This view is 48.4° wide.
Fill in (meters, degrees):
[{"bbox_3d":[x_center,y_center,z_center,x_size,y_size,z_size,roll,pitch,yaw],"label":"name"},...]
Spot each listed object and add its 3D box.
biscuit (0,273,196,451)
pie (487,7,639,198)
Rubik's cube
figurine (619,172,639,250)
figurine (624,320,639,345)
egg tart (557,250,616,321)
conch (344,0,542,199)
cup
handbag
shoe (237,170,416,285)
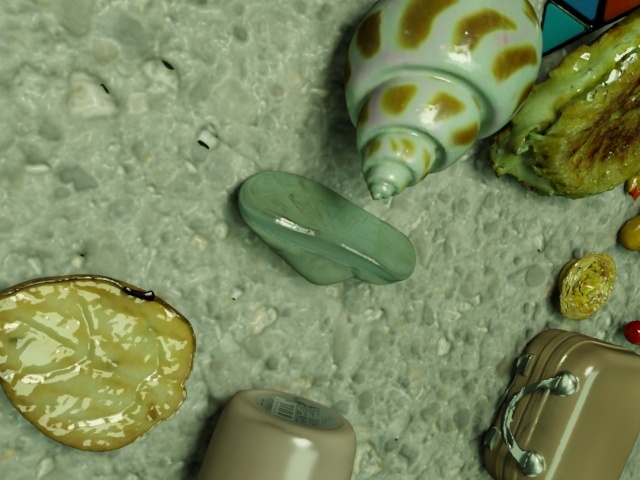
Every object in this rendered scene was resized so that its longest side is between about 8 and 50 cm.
[{"bbox_3d":[-0.261,0.133,0.819,0.260,0.041,0.203,39,86,-30],"label":"biscuit"},{"bbox_3d":[0.404,-0.185,1.002,0.354,0.103,0.288,-41,146,9],"label":"pie"},{"bbox_3d":[0.457,-0.366,1.072,0.234,0.284,0.250,-5,132,-50],"label":"Rubik's cube"},{"bbox_3d":[0.566,-0.063,1.209,0.122,0.121,0.176,35,94,-3],"label":"figurine"},{"bbox_3d":[0.686,0.160,1.309,0.287,0.176,0.186,22,134,-16],"label":"figurine"},{"bbox_3d":[0.436,0.074,1.186,0.128,0.049,0.129,-12,114,-28],"label":"egg tart"},{"bbox_3d":[0.149,-0.196,0.874,0.368,0.197,0.249,-45,136,-8],"label":"conch"},{"bbox_3d":[-0.044,0.308,0.914,0.253,0.191,0.201,14,93,-61],"label":"cup"},{"bbox_3d":[0.385,0.291,1.158,0.283,0.149,0.302,20,94,-34],"label":"handbag"},{"bbox_3d":[0.000,0.000,0.905,0.251,0.103,0.100,23,135,-19],"label":"shoe"}]
